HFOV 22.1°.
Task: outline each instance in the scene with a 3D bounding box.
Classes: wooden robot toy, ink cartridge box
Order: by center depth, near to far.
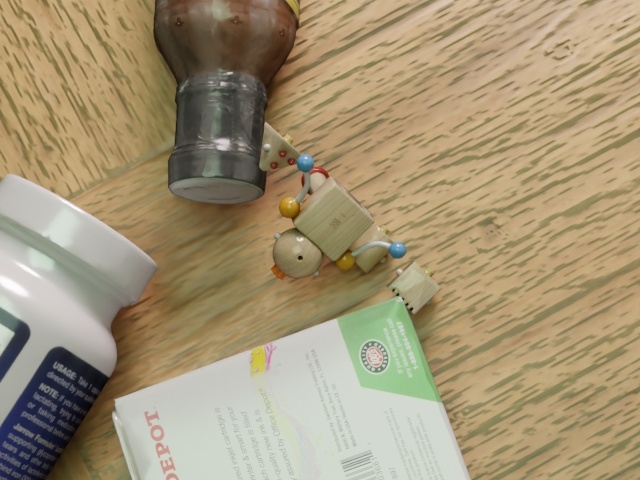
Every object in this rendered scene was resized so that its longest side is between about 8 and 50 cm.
[{"bbox_3d":[-0.016,0.151,1.123,0.212,0.093,0.154,-20,74,-1],"label":"ink cartridge box"},{"bbox_3d":[0.000,0.000,1.163,0.173,0.076,0.079,43,92,-17],"label":"wooden robot toy"}]

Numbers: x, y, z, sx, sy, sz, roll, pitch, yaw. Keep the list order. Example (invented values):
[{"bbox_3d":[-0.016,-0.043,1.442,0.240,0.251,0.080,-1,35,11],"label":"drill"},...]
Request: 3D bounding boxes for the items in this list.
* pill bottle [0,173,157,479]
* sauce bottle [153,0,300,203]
[{"bbox_3d":[-0.234,0.095,1.125,0.153,0.153,0.264,31,81,12],"label":"pill bottle"},{"bbox_3d":[-0.068,-0.199,1.209,0.111,0.111,0.344,1,78,6],"label":"sauce bottle"}]
